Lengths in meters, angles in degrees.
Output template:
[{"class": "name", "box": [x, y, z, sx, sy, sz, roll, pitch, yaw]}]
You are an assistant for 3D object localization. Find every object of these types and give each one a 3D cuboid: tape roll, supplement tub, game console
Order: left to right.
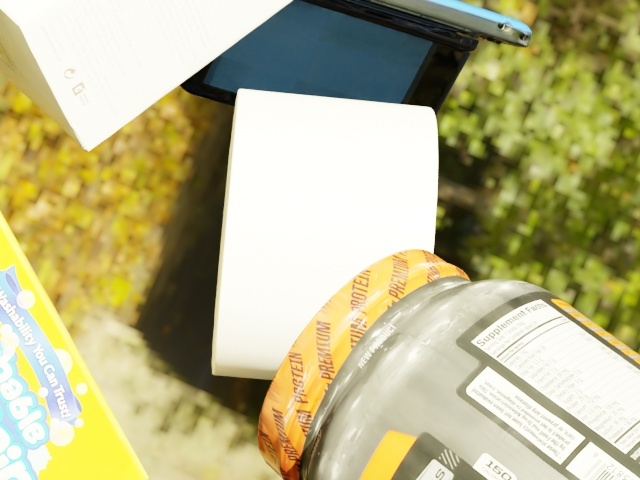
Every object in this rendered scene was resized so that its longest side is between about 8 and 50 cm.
[{"class": "tape roll", "box": [0.000, 0.000, 1.607, 0.246, 0.169, 0.246, -175, -90, -86]}, {"class": "game console", "box": [0.029, -0.188, 1.961, 0.250, 0.293, 0.173, -148, -107, -71]}, {"class": "supplement tub", "box": [0.138, 0.161, 1.058, 0.207, 0.338, 0.207, -37, 148, -28]}]

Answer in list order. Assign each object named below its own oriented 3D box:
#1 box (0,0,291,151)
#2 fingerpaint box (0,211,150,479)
[{"class": "box", "box": [-0.158, -0.281, 1.712, 0.345, 0.215, 0.168, -38, 141, -14]}, {"class": "fingerpaint box", "box": [-0.391, 0.089, 1.412, 0.371, 0.445, 0.163, -29, -166, -11]}]
